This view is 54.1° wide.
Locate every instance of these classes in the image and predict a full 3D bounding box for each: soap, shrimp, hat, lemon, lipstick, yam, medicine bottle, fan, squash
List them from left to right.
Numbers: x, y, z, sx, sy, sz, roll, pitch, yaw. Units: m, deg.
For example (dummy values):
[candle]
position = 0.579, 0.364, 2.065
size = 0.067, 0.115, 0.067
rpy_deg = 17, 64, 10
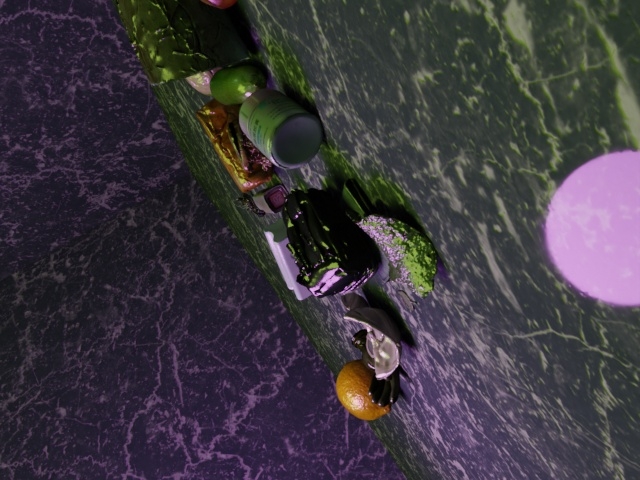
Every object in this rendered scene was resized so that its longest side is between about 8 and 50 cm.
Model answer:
[yam]
position = -0.330, -0.518, 1.406
size = 0.348, 0.241, 0.241
rpy_deg = 65, 167, -9
[squash]
position = -0.220, -0.393, 1.590
size = 0.101, 0.101, 0.378
rpy_deg = 63, 169, -21
[shrimp]
position = -0.280, -0.132, 2.525
size = 0.174, 0.082, 0.076
rpy_deg = 38, 153, 41
[lipstick]
position = -0.165, -0.135, 2.058
size = 0.077, 0.079, 0.253
rpy_deg = 59, 169, -11
[medicine bottle]
position = -0.089, -0.245, 1.357
size = 0.168, 0.135, 0.135
rpy_deg = 47, 164, 45
[soap]
position = -0.047, 0.035, 1.815
size = 0.087, 0.159, 0.265
rpy_deg = 46, 162, 42
[lemon]
position = 0.153, 0.503, 2.129
size = 0.256, 0.188, 0.188
rpy_deg = 41, 159, 48
[hat]
position = 0.158, 0.235, 1.712
size = 0.219, 0.164, 0.226
rpy_deg = 63, -154, -23
[fan]
position = 0.203, 0.140, 1.446
size = 0.056, 0.004, 0.083
rpy_deg = 60, 168, -8

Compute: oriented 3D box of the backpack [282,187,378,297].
[backpack]
position = 0.000, 0.000, 1.397
size = 0.258, 0.133, 0.206
rpy_deg = 62, 144, 15

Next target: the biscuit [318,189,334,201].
[biscuit]
position = 0.037, -0.042, 1.530
size = 0.192, 0.049, 0.192
rpy_deg = 59, 175, 9

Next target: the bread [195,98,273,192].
[bread]
position = -0.255, -0.291, 1.900
size = 0.294, 0.132, 0.167
rpy_deg = 58, 169, -6

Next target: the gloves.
[gloves]
position = 0.178, 0.390, 1.940
size = 0.135, 0.107, 0.268
rpy_deg = 84, 169, -48

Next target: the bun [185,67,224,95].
[bun]
position = -0.361, -0.517, 1.796
size = 0.210, 0.116, 0.237
rpy_deg = 42, 161, 51

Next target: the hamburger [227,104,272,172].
[hamburger]
position = -0.170, -0.273, 1.638
size = 0.159, 0.131, 0.185
rpy_deg = -117, 5, -59

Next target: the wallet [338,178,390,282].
[wallet]
position = 0.108, -0.016, 1.365
size = 0.222, 0.036, 0.167
rpy_deg = 57, 168, 10

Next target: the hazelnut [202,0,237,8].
[hazelnut]
position = -0.190, -0.511, 1.142
size = 0.150, 0.150, 0.150
rpy_deg = 54, 167, 18

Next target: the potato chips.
[potato chips]
position = 0.130, 0.010, 1.209
size = 0.228, 0.059, 0.167
rpy_deg = 23, 143, 54
